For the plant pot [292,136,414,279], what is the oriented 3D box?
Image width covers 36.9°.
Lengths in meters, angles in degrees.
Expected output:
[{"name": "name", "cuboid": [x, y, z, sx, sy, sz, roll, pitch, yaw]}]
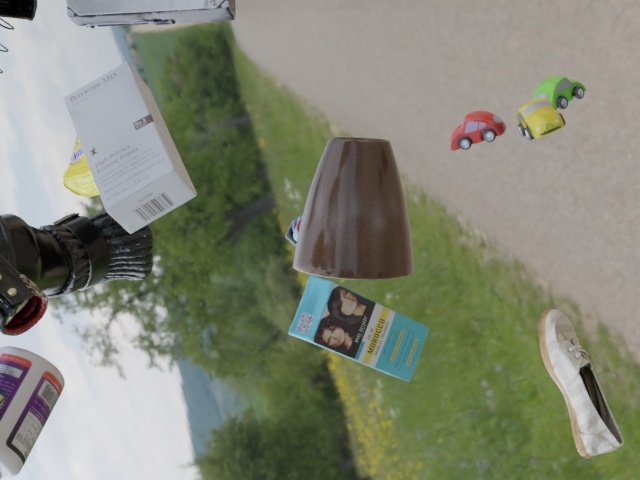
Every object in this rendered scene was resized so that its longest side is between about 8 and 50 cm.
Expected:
[{"name": "plant pot", "cuboid": [0.062, -0.064, 1.685, 0.215, 0.215, 0.230, -134, 45, -78]}]

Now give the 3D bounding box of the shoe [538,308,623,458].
[{"name": "shoe", "cuboid": [0.372, 0.199, 1.366, 0.058, 0.076, 0.219, -21, 86, 41]}]

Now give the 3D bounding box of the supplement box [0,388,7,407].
[{"name": "supplement box", "cuboid": [-0.418, 0.211, 1.112, 0.083, 0.056, 0.083, -57, 3, 34]}]

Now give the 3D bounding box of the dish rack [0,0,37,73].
[{"name": "dish rack", "cuboid": [-0.498, -0.218, 1.247, 0.074, 0.208, 0.271, 32, 113, 24]}]

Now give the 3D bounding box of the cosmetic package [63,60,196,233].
[{"name": "cosmetic package", "cuboid": [-0.277, -0.137, 1.384, 0.231, 0.117, 0.085, 61, -178, 31]}]

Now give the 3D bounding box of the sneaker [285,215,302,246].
[{"name": "sneaker", "cuboid": [0.000, 0.000, 1.961, 0.104, 0.125, 0.262, -67, 19, -11]}]

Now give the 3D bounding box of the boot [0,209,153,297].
[{"name": "boot", "cuboid": [-0.373, 0.011, 1.430, 0.348, 0.260, 0.131, 154, 101, -71]}]

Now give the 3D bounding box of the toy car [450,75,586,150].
[{"name": "toy car", "cuboid": [0.348, -0.222, 1.581, 0.239, 0.225, 0.053, -1, 116, 57]}]

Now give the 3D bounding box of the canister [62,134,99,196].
[{"name": "canister", "cuboid": [-0.424, -0.181, 1.857, 0.073, 0.126, 0.170, 39, -133, -46]}]

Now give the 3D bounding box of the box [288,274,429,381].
[{"name": "box", "cuboid": [0.067, 0.144, 1.545, 0.244, 0.100, 0.060, 27, 171, -40]}]

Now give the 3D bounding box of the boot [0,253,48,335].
[{"name": "boot", "cuboid": [-0.413, 0.021, 1.079, 0.178, 0.085, 0.236, 37, 173, 11]}]

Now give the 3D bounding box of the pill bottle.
[{"name": "pill bottle", "cuboid": [-0.422, 0.245, 1.250, 0.108, 0.108, 0.193, 79, -155, -48]}]

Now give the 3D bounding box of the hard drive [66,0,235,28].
[{"name": "hard drive", "cuboid": [-0.242, -0.478, 1.367, 0.064, 0.237, 0.339, 48, -140, -83]}]
